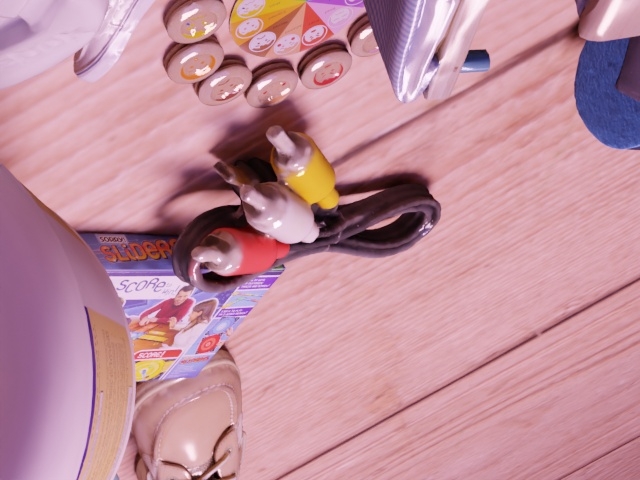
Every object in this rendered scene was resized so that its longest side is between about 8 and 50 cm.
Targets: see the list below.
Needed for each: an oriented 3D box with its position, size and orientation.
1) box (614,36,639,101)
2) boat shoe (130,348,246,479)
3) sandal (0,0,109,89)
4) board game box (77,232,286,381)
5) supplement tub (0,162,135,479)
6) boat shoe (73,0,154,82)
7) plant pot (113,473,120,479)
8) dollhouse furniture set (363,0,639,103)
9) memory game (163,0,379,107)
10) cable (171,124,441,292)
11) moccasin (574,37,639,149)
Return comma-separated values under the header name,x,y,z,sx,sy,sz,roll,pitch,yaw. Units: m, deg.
name,x,y,z,sx,sy,sz,roll,pitch,yaw
box,0.261,-0.265,0.542,0.395,0.097,0.318,-55,166,-22
boat shoe,-0.112,0.194,1.259,0.109,0.098,0.302,-19,154,-19
sandal,-0.260,-0.139,0.479,0.169,0.102,0.416,-24,156,33
board game box,-0.138,0.052,1.024,0.201,0.035,0.136,2,137,-47
supplement tub,-0.214,0.070,0.671,0.241,0.241,0.331,-25,176,-6
boat shoe,-0.112,-0.124,0.735,0.035,0.035,0.100,22,135,-25
plant pot,-0.311,0.263,1.020,0.255,0.272,0.271,-25,159,29
dollhouse furniture set,-0.011,-0.151,0.508,0.198,0.286,0.303,-6,152,-14
memory game,-0.008,-0.139,0.830,0.186,0.012,0.186,-23,155,-12
cable,0.000,0.000,1.016,0.139,0.072,0.287,-54,147,12
moccasin,0.310,-0.182,0.929,0.116,0.138,0.342,-10,151,-43
